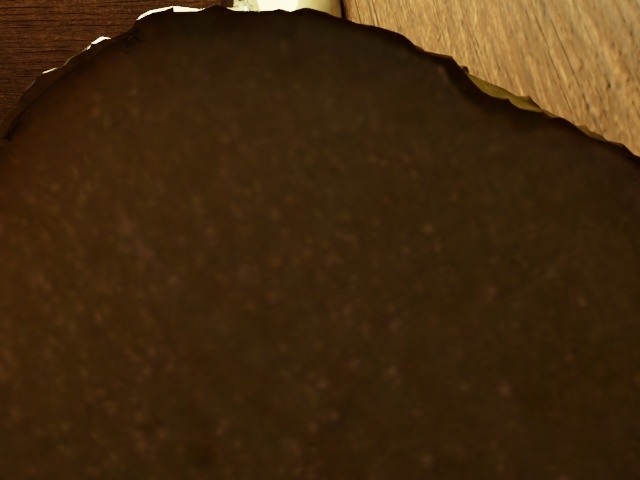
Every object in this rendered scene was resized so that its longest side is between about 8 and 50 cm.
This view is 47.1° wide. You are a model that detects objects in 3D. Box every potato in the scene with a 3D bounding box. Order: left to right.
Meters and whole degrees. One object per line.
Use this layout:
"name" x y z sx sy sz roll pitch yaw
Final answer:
"potato" 0.013 0.100 0.449 0.319 0.386 0.441 -111 8 -85

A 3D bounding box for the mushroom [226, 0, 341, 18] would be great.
"mushroom" -0.071 -0.305 1.078 0.246 0.203 0.245 172 90 -68
